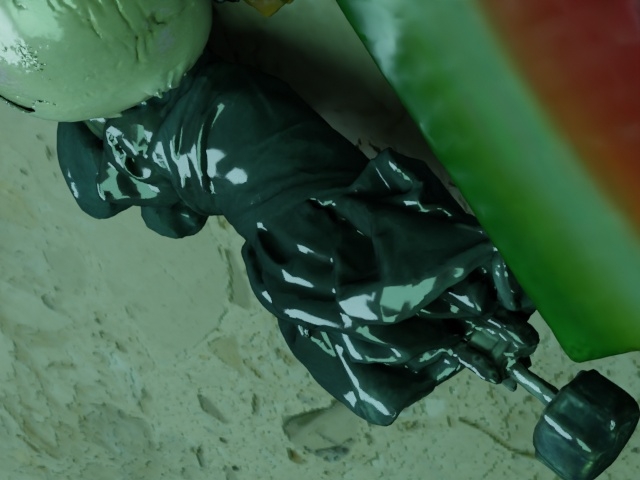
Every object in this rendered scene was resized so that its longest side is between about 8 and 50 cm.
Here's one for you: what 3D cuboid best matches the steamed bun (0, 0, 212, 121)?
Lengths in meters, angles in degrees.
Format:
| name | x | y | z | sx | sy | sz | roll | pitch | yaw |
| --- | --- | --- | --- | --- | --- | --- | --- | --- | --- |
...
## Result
| name | x | y | z | sx | sy | sz | roll | pitch | yaw |
| --- | --- | --- | --- | --- | --- | --- | --- | --- | --- |
| steamed bun | -0.118 | -0.106 | 0.714 | 0.130 | 0.091 | 0.112 | 17 | 150 | 38 |

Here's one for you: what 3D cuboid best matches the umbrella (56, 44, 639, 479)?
| name | x | y | z | sx | sy | sz | roll | pitch | yaw |
| --- | --- | --- | --- | --- | --- | --- | --- | --- | --- |
| umbrella | -0.001 | 0.000 | 0.789 | 0.349 | 0.094 | 0.143 | 39 | 155 | 22 |

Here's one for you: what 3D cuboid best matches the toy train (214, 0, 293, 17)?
| name | x | y | z | sx | sy | sz | roll | pitch | yaw |
| --- | --- | --- | --- | --- | --- | --- | --- | --- | --- |
| toy train | -0.077 | -0.183 | 0.737 | 0.227 | 0.091 | 0.136 | 40 | 147 | -13 |

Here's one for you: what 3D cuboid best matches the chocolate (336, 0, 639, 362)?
| name | x | y | z | sx | sy | sz | roll | pitch | yaw |
| --- | --- | --- | --- | --- | --- | --- | --- | --- | --- |
| chocolate | 0.165 | -0.137 | 0.592 | 0.341 | 0.161 | 0.360 | -15 | 121 | 39 |
